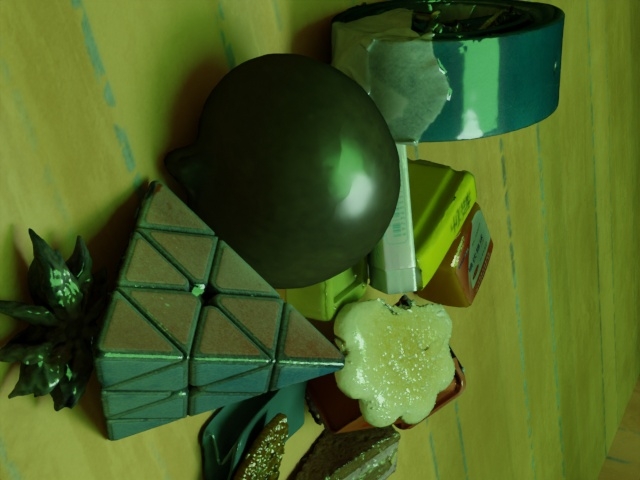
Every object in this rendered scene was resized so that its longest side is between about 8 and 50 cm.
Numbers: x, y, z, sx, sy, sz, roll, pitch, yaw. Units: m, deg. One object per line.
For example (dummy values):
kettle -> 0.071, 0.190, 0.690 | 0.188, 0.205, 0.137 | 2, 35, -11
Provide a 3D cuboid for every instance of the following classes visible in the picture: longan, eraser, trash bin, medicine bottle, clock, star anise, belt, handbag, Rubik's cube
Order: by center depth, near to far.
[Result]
star anise -> -0.267, 0.085, 1.357 | 0.180, 0.061, 0.205 | -11, 110, -62
Rubik's cube -> -0.157, 0.100, 1.423 | 0.229, 0.228, 0.233 | -42, 121, -21
longan -> -0.039, -0.079, 1.562 | 0.300, 0.243, 0.300 | -9, 111, -24
handbag -> -0.088, 0.265, 1.812 | 0.221, 0.057, 0.144 | -47, 148, -49
clock -> 0.000, 0.000, 1.824 | 0.143, 0.096, 0.202 | -31, 127, -53
eraser -> 0.095, -0.042, 1.846 | 0.095, 0.052, 0.225 | -159, -117, -75
belt -> 0.178, -0.251, 1.848 | 0.436, 0.300, 0.173 | -22, 118, -56
trash bin -> 0.086, 0.195, 1.994 | 0.238, 0.161, 0.184 | -4, 60, -52
eraser -> 0.132, -0.031, 2.006 | 0.226, 0.158, 0.069 | -57, 145, -37
medicine bottle -> 0.212, 0.001, 2.230 | 0.149, 0.112, 0.222 | -66, 152, -23

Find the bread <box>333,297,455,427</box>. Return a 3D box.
bread -> 0.114, 0.176, 1.866 | 0.250, 0.039, 0.182 | 6, 80, -46

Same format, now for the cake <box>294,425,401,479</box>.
cake -> 0.029, 0.377, 2.038 | 0.295, 0.112, 0.116 | -43, 137, -43

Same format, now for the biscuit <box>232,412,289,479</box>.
biscuit -> -0.092, 0.339, 1.766 | 0.126, 0.025, 0.206 | -36, 146, -54
